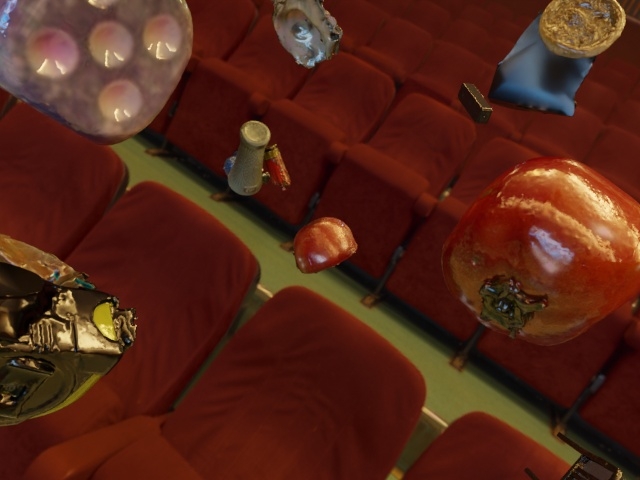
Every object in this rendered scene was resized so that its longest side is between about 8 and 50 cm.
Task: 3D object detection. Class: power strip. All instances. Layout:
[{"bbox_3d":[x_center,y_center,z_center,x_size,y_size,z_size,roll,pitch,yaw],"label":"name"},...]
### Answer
[{"bbox_3d":[0.321,-0.285,1.129,0.029,0.038,0.111,-1,45,-14],"label":"power strip"}]

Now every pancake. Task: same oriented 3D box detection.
[{"bbox_3d":[0.494,-0.414,1.031,0.158,0.158,0.028,36,-5,22],"label":"pancake"}]

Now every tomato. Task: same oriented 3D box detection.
[{"bbox_3d":[0.000,0.000,1.151,0.159,0.138,0.091,-84,153,-77],"label":"tomato"},{"bbox_3d":[0.379,0.022,0.921,0.293,0.325,0.290,34,60,19],"label":"tomato"}]

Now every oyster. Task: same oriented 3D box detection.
[{"bbox_3d":[-0.021,-0.432,1.035,0.163,0.081,0.191,31,-29,3],"label":"oyster"}]

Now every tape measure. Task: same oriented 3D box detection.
[{"bbox_3d":[-0.325,0.124,0.586,0.199,0.186,0.112,29,28,-40],"label":"tape measure"}]

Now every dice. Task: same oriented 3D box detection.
[{"bbox_3d":[-0.386,-0.329,0.837,0.270,0.271,0.270,30,-4,36],"label":"dice"}]

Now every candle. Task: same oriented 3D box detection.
[{"bbox_3d":[-0.120,-0.197,1.497,0.052,0.051,0.131,-89,159,-73],"label":"candle"}]

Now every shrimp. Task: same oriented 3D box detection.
[{"bbox_3d":[-0.496,0.033,0.865,0.445,0.110,0.221,20,-35,33],"label":"shrimp"}]

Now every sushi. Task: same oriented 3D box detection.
[{"bbox_3d":[0.579,-0.445,1.413,0.215,0.227,0.212,19,10,16],"label":"sushi"}]

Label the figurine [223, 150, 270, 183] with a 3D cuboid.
[{"bbox_3d":[-0.215,-0.197,1.572,0.136,0.079,0.077,33,-5,-24],"label":"figurine"}]

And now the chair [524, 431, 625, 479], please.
[{"bbox_3d":[0.319,0.300,0.621,0.101,0.084,0.212,42,-2,10],"label":"chair"}]

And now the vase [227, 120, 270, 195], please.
[{"bbox_3d":[-0.182,-0.212,1.401,0.096,0.219,0.096,6,62,-12],"label":"vase"}]
